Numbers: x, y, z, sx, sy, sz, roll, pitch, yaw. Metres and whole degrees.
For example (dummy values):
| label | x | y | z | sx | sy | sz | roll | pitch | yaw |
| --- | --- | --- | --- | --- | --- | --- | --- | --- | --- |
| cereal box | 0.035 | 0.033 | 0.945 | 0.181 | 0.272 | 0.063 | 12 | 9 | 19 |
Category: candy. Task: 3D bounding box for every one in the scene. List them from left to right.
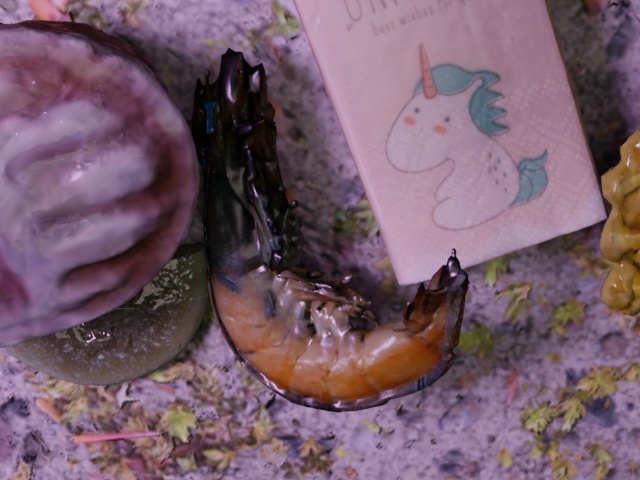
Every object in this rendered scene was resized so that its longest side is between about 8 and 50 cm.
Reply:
| label | x | y | z | sx | sy | sz | roll | pitch | yaw |
| --- | --- | --- | --- | --- | --- | --- | --- | --- | --- |
| candy | -0.228 | -0.040 | 0.644 | 0.289 | 0.157 | 0.214 | -16 | 113 | -1 |

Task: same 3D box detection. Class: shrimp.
| label | x | y | z | sx | sy | sz | roll | pitch | yaw |
| --- | --- | --- | --- | --- | --- | --- | --- | --- | --- |
| shrimp | 0.000 | 0.000 | 0.671 | 0.222 | 0.054 | 0.290 | 1 | 112 | 34 |

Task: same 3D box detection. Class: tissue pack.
| label | x | y | z | sx | sy | sz | roll | pitch | yaw |
| --- | --- | --- | --- | --- | --- | --- | --- | --- | --- |
| tissue pack | 0.082 | -0.139 | 0.663 | 0.170 | 0.071 | 0.325 | -20 | 108 | 6 |

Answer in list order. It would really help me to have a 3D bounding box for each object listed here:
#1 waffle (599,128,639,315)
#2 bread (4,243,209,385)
| label | x | y | z | sx | sy | sz | roll | pitch | yaw |
| --- | --- | --- | --- | --- | --- | --- | --- | --- | --- |
| waffle | 0.331 | -0.039 | 0.689 | 0.291 | 0.051 | 0.291 | -4 | 106 | -15 |
| bread | -0.179 | 0.070 | 0.747 | 0.193 | 0.036 | 0.112 | -7 | 110 | 1 |
